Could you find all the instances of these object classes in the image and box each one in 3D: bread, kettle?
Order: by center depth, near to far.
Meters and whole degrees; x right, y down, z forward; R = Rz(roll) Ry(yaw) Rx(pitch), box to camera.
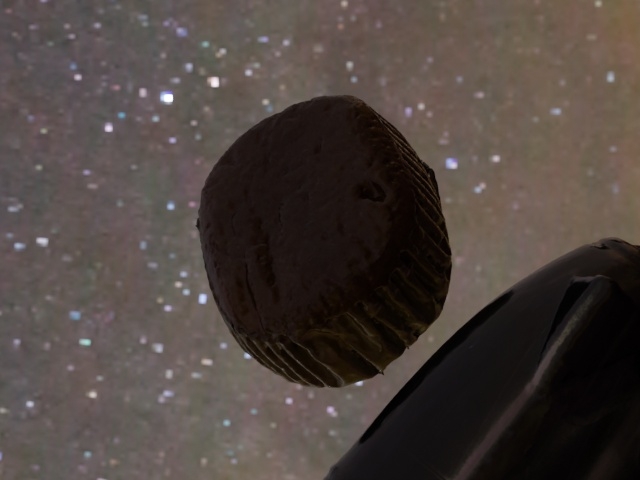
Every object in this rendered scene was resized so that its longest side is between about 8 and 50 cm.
[{"bbox_3d":[0.192,0.157,1.021,0.324,0.228,0.321,-51,-35,1],"label":"kettle"},{"bbox_3d":[0.000,0.000,1.228,0.142,0.227,0.253,47,-157,-43],"label":"bread"}]
